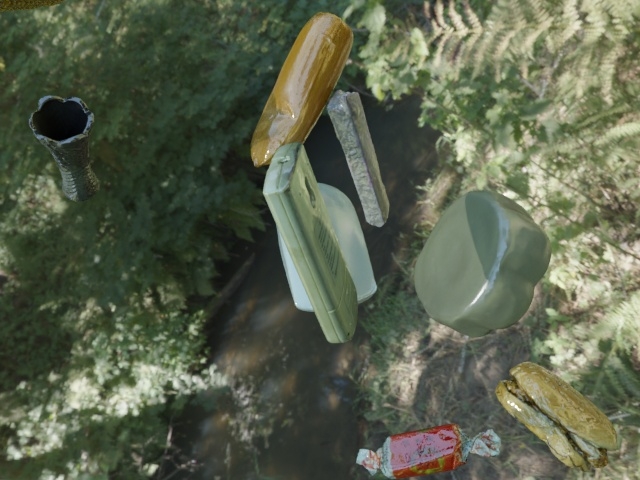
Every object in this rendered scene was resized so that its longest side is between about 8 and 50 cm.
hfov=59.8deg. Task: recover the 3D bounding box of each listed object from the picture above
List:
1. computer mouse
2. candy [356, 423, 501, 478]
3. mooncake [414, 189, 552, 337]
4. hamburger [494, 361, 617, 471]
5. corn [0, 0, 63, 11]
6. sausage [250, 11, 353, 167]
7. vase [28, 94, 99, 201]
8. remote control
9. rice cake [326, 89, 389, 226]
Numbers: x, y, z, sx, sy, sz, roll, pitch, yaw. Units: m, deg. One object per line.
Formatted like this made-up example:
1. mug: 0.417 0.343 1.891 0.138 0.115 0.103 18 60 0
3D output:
1. computer mouse: 0.000 0.000 0.827 0.079 0.127 0.231 93 160 -53
2. candy: 0.204 0.413 1.087 0.292 0.059 0.086 -18 39 16
3. mooncake: 0.293 0.045 1.024 0.275 0.135 0.275 -51 27 38
4. hamburger: 0.569 0.414 1.336 0.144 0.259 0.283 -48 65 9
5. corn: -0.623 -0.486 1.016 0.144 0.387 0.144 15 118 30
6. sausage: -0.046 -0.306 1.184 0.134 0.116 0.354 26 89 40
7. vase: -0.491 -0.168 1.102 0.237 0.115 0.115 115 161 -61
8. remote control: -0.005 0.009 0.624 0.038 0.234 0.098 -10 36 15
9. rice cake: 0.096 -0.184 1.296 0.064 0.399 0.070 5 51 26
